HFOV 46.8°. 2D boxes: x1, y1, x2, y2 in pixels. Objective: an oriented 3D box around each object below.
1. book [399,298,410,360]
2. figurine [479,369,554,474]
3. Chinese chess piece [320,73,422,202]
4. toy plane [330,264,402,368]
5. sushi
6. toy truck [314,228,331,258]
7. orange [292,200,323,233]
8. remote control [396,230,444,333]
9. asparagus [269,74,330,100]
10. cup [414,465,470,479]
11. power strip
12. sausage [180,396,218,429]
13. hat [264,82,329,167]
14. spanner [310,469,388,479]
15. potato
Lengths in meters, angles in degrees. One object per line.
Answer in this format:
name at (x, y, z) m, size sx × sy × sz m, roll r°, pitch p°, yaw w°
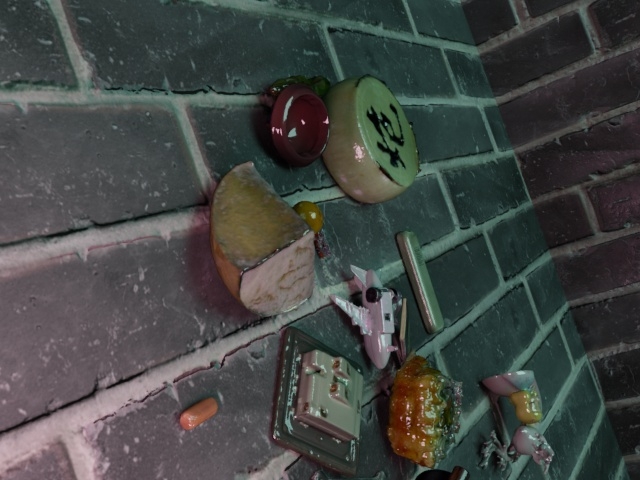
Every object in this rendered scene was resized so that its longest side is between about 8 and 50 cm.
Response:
book at (0.219, 0.250, 1.897) m, size 0.181 × 0.014 × 0.127 m, roll 77°, pitch 17°, yaw -48°
figurine at (0.585, 0.556, 2.230) m, size 0.284 × 0.206 × 0.315 m, roll 29°, pitch 43°, yaw -55°
Chinese chess piece at (0.132, -0.274, 2.008) m, size 0.349 × 0.146 × 0.349 m, roll 34°, pitch 46°, yaw -44°
toy plane at (0.136, 0.182, 1.797) m, size 0.251 × 0.101 × 0.255 m, roll 7°, pitch 67°, yaw -45°
sushi at (0.252, 0.405, 1.786) m, size 0.184 × 0.139 × 0.274 m, roll 9°, pitch 86°, yaw -57°
toy truck at (0.000, 0.000, 1.753) m, size 0.024 × 0.032 × 0.083 m, roll -23°, pitch 91°, yaw -55°
orange at (-0.031, -0.052, 1.696) m, size 0.083 × 0.070 × 0.083 m, roll 42°, pitch 37°, yaw -44°
remote control at (0.292, 0.117, 2.139) m, size 0.090 × 0.038 × 0.309 m, roll -15°, pitch 86°, yaw -60°
asparagus at (-0.057, -0.372, 1.838) m, size 0.287 × 0.080 × 0.080 m, roll -27°, pitch 96°, yaw -65°
cup at (0.250, 0.606, 1.657) m, size 0.177 × 0.166 × 0.239 m, roll -40°, pitch 128°, yaw -52°
power strip at (0.018, 0.329, 1.535) m, size 0.251 × 0.092 × 0.257 m, roll 41°, pitch 42°, yaw -41°
sausage at (-0.206, 0.293, 1.259) m, size 0.083 × 0.034 × 0.034 m, roll -21°, pitch 91°, yaw -60°
hat at (-0.060, -0.271, 1.743) m, size 0.205 × 0.089 × 0.205 m, roll -12°, pitch 106°, yaw -50°
spanner at (0.073, 0.528, 1.582) m, size 0.302 × 0.017 × 0.071 m, roll 23°, pitch 54°, yaw -52°
potato at (-0.149, 0.010, 1.462) m, size 0.189 × 0.211 × 0.264 m, roll -27°, pitch 57°, yaw -23°
